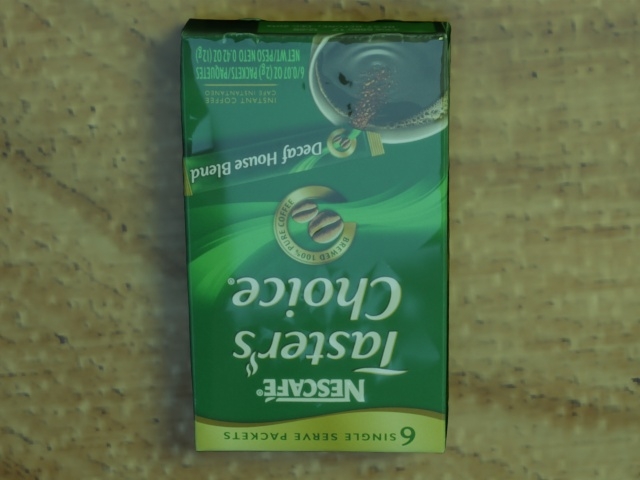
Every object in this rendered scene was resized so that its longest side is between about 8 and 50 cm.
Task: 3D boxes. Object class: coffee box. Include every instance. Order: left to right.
[{"bbox_3d":[0.000,0.000,0.769,0.113,0.040,0.184,1,107,2],"label":"coffee box"}]
